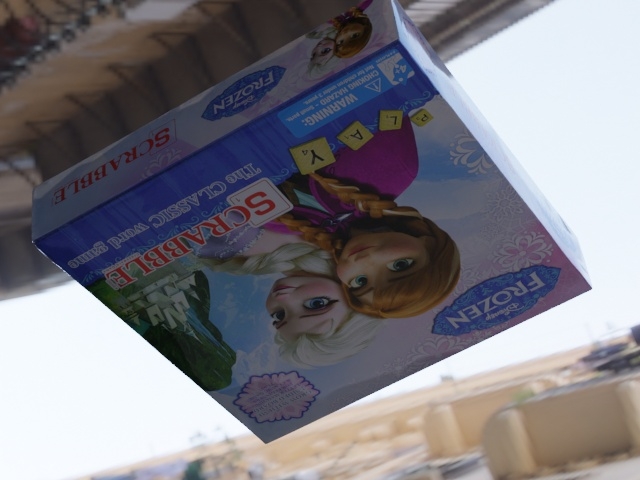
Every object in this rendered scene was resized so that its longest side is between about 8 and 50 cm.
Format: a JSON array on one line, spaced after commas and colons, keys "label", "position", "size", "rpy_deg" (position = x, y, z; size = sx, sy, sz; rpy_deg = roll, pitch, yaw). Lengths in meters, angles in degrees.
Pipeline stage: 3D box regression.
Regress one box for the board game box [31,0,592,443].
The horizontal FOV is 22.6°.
[{"label": "board game box", "position": [0.000, 0.000, 1.237], "size": [0.319, 0.318, 0.066], "rpy_deg": [-28, -137, 19]}]
